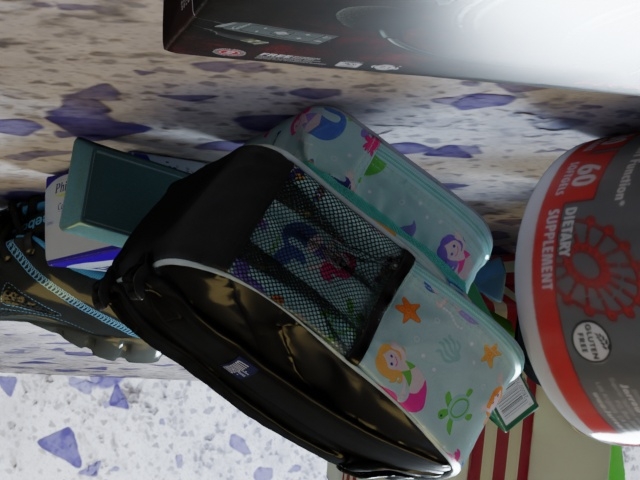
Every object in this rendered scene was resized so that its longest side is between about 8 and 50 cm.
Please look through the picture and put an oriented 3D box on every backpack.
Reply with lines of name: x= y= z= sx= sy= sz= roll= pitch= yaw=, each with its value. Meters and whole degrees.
backpack: x=0.008 y=0.044 z=1.241 sx=0.253 sy=0.191 sz=0.225 roll=41 pitch=160 yaw=-10

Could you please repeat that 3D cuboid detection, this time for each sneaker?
sneaker: x=-0.265 y=0.008 z=1.545 sx=0.341 sy=0.125 sz=0.139 roll=5 pitch=143 yaw=-9

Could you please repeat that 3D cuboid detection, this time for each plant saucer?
plant saucer: x=-0.096 y=-0.017 z=1.335 sx=0.192 sy=0.067 sz=0.018 roll=17 pitch=166 yaw=-37

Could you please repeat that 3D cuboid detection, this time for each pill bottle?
pill bottle: x=0.319 y=0.018 z=1.158 sx=0.363 sy=0.210 sz=0.210 roll=-8 pitch=168 yaw=42

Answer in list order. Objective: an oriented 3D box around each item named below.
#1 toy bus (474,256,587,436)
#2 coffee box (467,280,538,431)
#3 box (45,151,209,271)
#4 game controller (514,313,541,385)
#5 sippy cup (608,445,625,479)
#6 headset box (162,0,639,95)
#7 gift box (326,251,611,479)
toy bus: x=0.239 y=0.073 z=1.559 sx=0.202 sy=0.191 sz=0.104 roll=43 pitch=-164 yaw=-19
coffee box: x=0.101 y=0.058 z=1.497 sx=0.040 sy=0.184 sz=0.113 roll=-36 pitch=-149 yaw=-8
box: x=-0.118 y=-0.015 z=1.416 sx=0.137 sy=0.072 sz=0.126 roll=8 pitch=168 yaw=-37
game controller: x=0.314 y=0.050 z=1.480 sx=0.319 sy=0.166 sz=0.067 roll=6 pitch=-175 yaw=-10
sippy cup: x=0.392 y=0.199 z=1.689 sx=0.240 sy=0.224 sz=0.305 roll=4 pitch=173 yaw=-11
headset box: x=0.088 y=-0.129 z=0.541 sx=0.218 sy=0.110 sz=0.293 roll=4 pitch=171 yaw=-16
gift box: x=0.123 y=0.126 z=1.763 sx=0.255 sy=0.258 sz=0.276 roll=1 pitch=-169 yaw=-17
